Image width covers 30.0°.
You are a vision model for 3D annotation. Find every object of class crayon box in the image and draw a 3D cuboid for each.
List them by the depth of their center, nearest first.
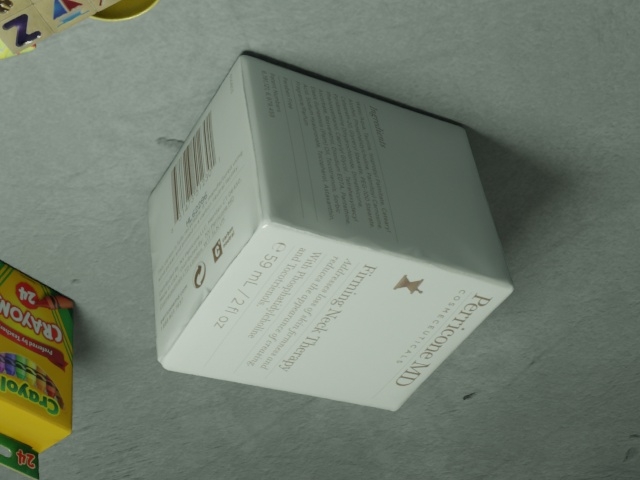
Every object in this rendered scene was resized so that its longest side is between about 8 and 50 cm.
[{"bbox_3d":[-0.482,0.191,1.844,0.081,0.318,0.202,-32,135,24],"label":"crayon box"}]

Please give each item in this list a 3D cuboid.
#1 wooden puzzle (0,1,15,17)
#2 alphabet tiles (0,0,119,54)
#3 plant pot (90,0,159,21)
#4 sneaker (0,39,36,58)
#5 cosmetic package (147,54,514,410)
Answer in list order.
[{"bbox_3d":[-0.365,-0.403,1.339,0.221,0.044,0.239,-40,106,22],"label":"wooden puzzle"},{"bbox_3d":[-0.340,-0.343,1.282,0.285,0.011,0.342,-27,147,3],"label":"alphabet tiles"},{"bbox_3d":[-0.253,-0.347,1.443,0.134,0.095,0.134,-5,139,-4],"label":"plant pot"},{"bbox_3d":[-0.392,-0.310,1.483,0.094,0.081,0.208,-6,146,-17],"label":"sneaker"},{"bbox_3d":[0.000,0.000,1.716,0.394,0.327,0.329,14,134,-27],"label":"cosmetic package"}]
